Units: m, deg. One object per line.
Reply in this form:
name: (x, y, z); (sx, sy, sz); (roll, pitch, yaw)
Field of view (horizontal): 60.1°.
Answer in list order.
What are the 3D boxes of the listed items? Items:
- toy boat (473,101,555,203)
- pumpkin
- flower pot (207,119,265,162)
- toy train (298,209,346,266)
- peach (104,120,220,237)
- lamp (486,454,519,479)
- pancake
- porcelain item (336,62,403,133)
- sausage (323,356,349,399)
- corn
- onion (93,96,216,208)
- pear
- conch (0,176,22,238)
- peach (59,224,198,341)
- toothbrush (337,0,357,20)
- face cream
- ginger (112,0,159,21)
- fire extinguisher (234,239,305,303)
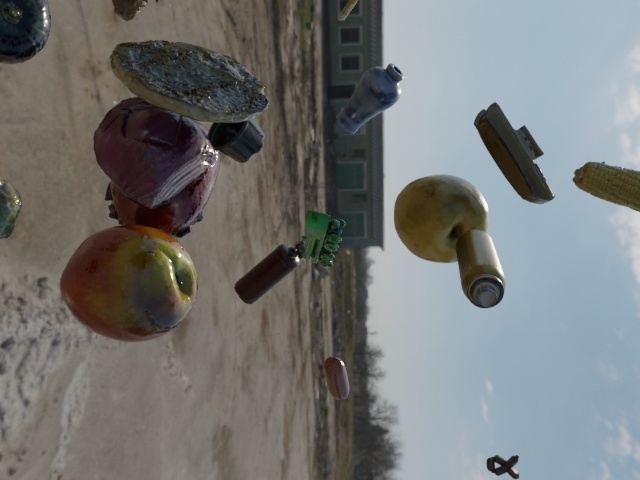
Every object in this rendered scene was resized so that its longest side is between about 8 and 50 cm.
toy boat: (0.554, -0.244, 1.557); (0.321, 0.121, 0.089); (57, -28, 2)
pumpkin: (-0.785, -0.554, 1.352); (0.233, 0.163, 0.233); (-21, 121, -40)
flower pot: (-0.236, -0.298, 1.593); (0.107, 0.157, 0.158); (42, 38, -44)
toy train: (0.000, 0.000, 1.641); (0.251, 0.119, 0.085); (109, -5, -62)
peach: (-0.520, -0.209, 1.822); (0.353, 0.338, 0.417); (172, -67, -79)
lamp: (0.475, 0.585, 1.441); (0.031, 0.083, 0.063); (73, 24, -49)
pancake: (-0.284, -0.359, 1.219); (0.356, 0.355, 0.065); (-88, -159, -51)
porcelain item: (0.165, -0.474, 1.840); (0.259, 0.141, 0.141); (-40, -148, 33)
sausage: (0.046, 0.387, 1.545); (0.062, 0.062, 0.154); (-89, 170, -49)
corn: (0.533, -0.086, 0.936); (0.067, 0.206, 0.068); (-164, -90, -87)
onion: (-0.381, -0.221, 1.280); (0.248, 0.250, 0.111); (52, -22, -18)
pear: (0.387, -0.074, 1.799); (0.314, 0.313, 0.315); (-2, 90, -88)
conch: (-0.783, -0.087, 1.328); (0.106, 0.116, 0.173); (149, -47, -75)
peach: (-0.551, 0.125, 1.602); (0.370, 0.369, 0.371); (-2, 90, -88)
toothbrush: (0.102, -0.587, 1.272); (0.288, 0.021, 0.024); (149, -73, -66)
face cream: (0.402, 0.074, 1.394); (0.349, 0.104, 0.105); (-61, 150, -68)
ginger: (-0.441, -0.579, 1.325); (0.069, 0.173, 0.051); (48, 53, -39)
fire extinguisher: (-0.159, 0.092, 2.031); (0.106, 0.337, 0.147); (50, 18, -4)
